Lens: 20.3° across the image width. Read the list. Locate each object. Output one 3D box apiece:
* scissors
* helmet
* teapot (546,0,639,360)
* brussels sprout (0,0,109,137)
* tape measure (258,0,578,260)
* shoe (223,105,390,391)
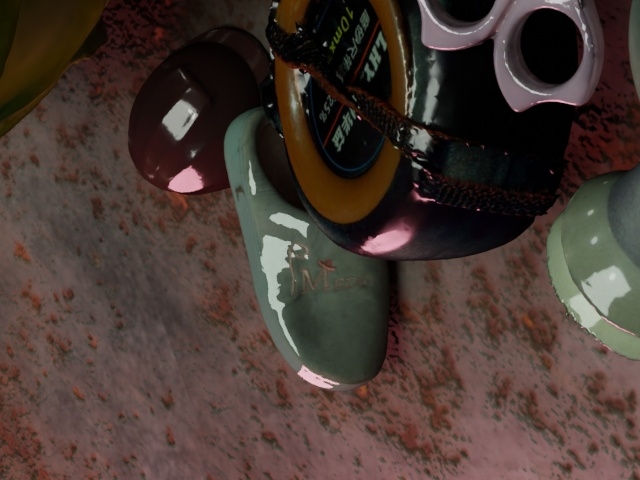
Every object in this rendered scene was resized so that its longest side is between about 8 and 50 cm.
[{"bbox_3d":[0.117,-0.156,0.823,0.110,0.021,0.212,37,124,11],"label":"scissors"},{"bbox_3d":[-0.087,-0.082,1.211,0.098,0.070,0.123,47,135,23],"label":"helmet"},{"bbox_3d":[0.206,-0.045,0.867,0.183,0.183,0.251,52,148,17],"label":"teapot"},{"bbox_3d":[-0.288,-0.226,1.108,0.342,0.425,0.361,-21,54,10],"label":"brussels sprout"},{"bbox_3d":[0.055,-0.093,1.000,0.223,0.135,0.202,64,145,38],"label":"tape measure"},{"bbox_3d":[0.000,0.000,1.149,0.078,0.079,0.195,-26,83,53],"label":"shoe"}]
